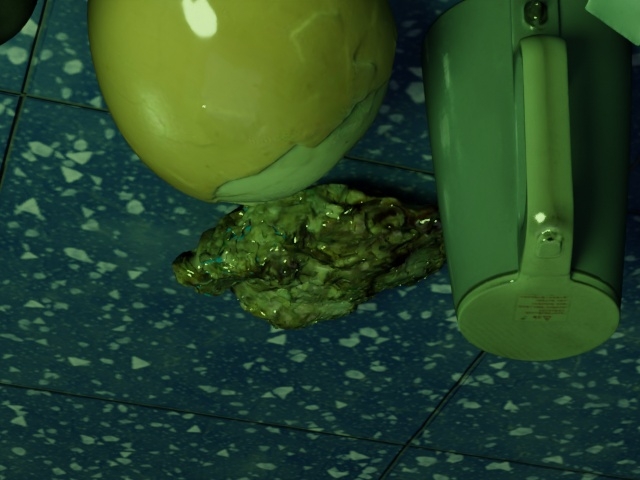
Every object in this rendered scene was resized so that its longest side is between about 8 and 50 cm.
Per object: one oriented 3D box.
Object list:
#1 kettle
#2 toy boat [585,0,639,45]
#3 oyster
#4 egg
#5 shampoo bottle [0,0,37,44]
[{"bbox_3d":[0.155,-0.057,1.219,0.160,0.243,0.210,3,146,-2],"label":"kettle"},{"bbox_3d":[0.304,-0.222,1.122,0.292,0.070,0.210,-6,142,18],"label":"toy boat"},{"bbox_3d":[0.002,0.008,1.474,0.260,0.092,0.198,8,151,-15],"label":"oyster"},{"bbox_3d":[-0.057,-0.138,1.143,0.201,0.201,0.244,-11,134,18],"label":"egg"},{"bbox_3d":[-0.206,-0.186,0.990,0.101,0.284,0.101,1,148,1],"label":"shampoo bottle"}]
